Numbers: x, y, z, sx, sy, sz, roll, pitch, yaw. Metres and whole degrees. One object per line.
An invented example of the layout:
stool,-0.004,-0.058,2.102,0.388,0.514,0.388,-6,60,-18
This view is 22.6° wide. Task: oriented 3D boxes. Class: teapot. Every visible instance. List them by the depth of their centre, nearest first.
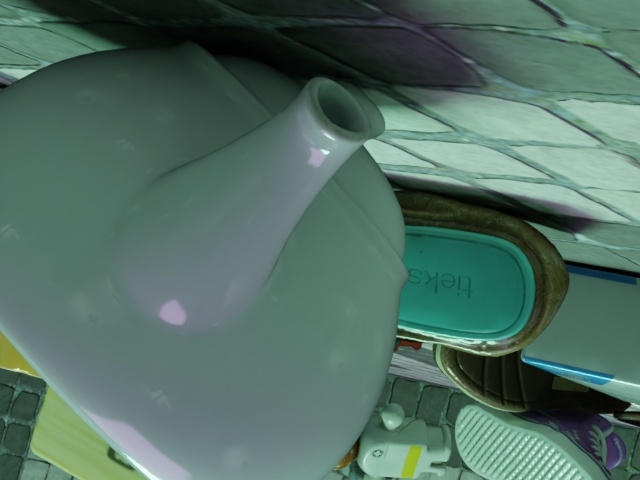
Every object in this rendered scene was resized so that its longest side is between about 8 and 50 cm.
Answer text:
teapot,-0.047,-0.003,0.753,0.256,0.187,0.252,44,176,44

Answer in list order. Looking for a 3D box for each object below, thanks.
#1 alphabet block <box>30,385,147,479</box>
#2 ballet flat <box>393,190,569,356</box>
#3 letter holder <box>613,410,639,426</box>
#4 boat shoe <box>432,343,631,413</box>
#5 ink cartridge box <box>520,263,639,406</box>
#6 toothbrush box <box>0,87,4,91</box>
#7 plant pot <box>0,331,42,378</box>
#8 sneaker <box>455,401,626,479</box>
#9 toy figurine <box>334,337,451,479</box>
alphabet block,-0.108,0.119,1.398,0.197,0.193,0.192,29,-147,9
ballet flat,0.000,0.000,1.048,0.342,0.116,0.124,8,-171,21
letter holder,0.366,0.179,1.476,0.214,0.152,0.302,18,173,-9
boat shoe,0.213,0.135,1.696,0.257,0.095,0.095,18,179,-30
ink cartridge box,0.257,0.083,1.191,0.140,0.082,0.191,11,174,35
toothbrush box,-0.358,-0.041,1.061,0.283,0.122,0.206,3,177,-22
plant pot,-0.359,0.076,2.027,0.205,0.188,0.205,15,174,2
sneaker,0.275,0.232,1.670,0.161,0.102,0.282,1,-162,-24
toy figurine,0.041,0.140,1.584,0.148,0.209,0.213,5,174,-9
